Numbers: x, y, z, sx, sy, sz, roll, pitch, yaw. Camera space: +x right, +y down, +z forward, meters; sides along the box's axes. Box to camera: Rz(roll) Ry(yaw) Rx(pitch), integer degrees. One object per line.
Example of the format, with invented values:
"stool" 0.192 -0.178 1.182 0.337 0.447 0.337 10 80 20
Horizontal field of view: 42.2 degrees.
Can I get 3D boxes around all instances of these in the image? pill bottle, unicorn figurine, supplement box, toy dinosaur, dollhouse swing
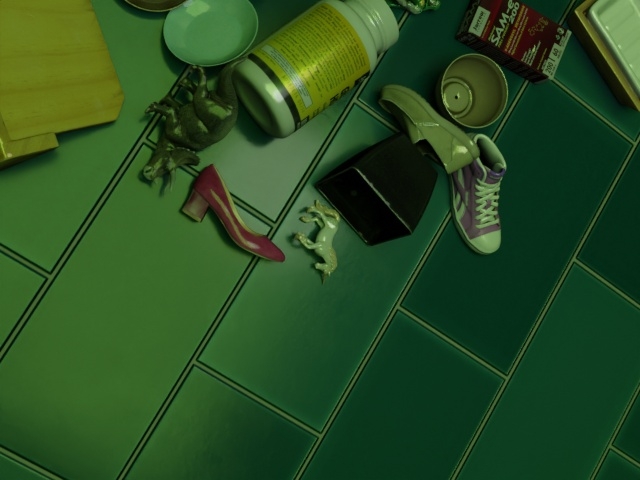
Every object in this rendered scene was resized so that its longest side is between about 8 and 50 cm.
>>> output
"pill bottle" -0.007 -0.375 1.711 0.334 0.188 0.188 -38 101 -13
"unicorn figurine" 0.000 0.000 1.782 0.111 0.060 0.162 26 83 -15
"supplement box" 0.445 -0.474 1.912 0.239 0.073 0.130 24 84 -15
"toy dinosaur" -0.240 -0.248 1.656 0.313 0.121 0.160 -38 99 12
"dollhouse swing" -0.617 -0.317 1.591 0.315 0.305 0.347 -16 97 25

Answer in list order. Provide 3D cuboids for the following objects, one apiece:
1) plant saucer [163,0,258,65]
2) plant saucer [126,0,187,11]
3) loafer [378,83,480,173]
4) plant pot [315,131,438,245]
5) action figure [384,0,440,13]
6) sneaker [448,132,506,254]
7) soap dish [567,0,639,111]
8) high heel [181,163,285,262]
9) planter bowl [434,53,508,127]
"plant saucer" -0.222 -0.428 1.697 0.194 0.037 0.195 -1 67 3
"plant saucer" -0.342 -0.561 1.686 0.198 0.036 0.199 0 90 -18
"loafer" 0.217 -0.240 1.781 0.268 0.102 0.092 40 85 24
"plant pot" 0.136 -0.122 1.768 0.187 0.188 0.167 47 67 -12
"action figure" 0.165 -0.566 1.834 0.232 0.063 0.137 20 81 -20
"sneaker" 0.360 -0.101 1.843 0.102 0.161 0.282 -20 97 -18
"soap dish" 0.745 -0.486 1.981 0.229 0.118 0.291 -40 101 -13
"high heel" -0.160 -0.053 1.723 0.244 0.082 0.117 31 91 -2
"planter bowl" 0.322 -0.326 1.855 0.162 0.109 0.162 0 90 -17
